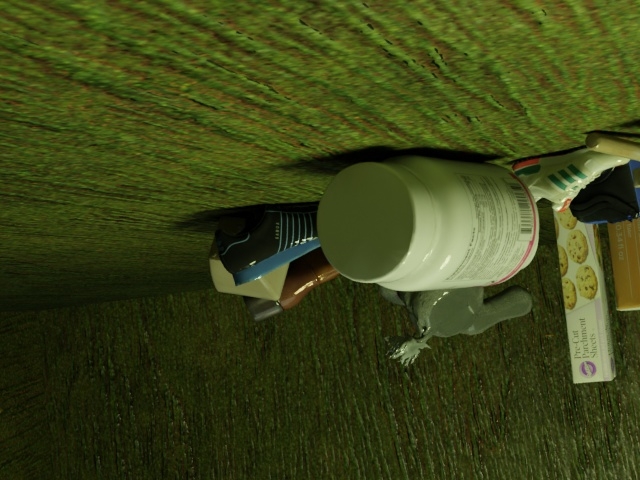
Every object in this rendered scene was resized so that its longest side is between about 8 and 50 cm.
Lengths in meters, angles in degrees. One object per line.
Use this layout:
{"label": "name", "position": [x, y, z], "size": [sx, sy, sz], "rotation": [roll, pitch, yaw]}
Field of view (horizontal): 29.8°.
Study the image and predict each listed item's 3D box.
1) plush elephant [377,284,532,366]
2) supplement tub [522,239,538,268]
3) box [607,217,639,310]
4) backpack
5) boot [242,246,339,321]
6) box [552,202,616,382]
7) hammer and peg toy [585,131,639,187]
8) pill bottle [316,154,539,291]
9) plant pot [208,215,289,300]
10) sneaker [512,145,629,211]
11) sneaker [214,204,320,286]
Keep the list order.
{"label": "plush elephant", "position": [0.221, 0.077, 2.413], "size": [0.330, 0.255, 0.272], "rotation": [-38, 130, -1]}
{"label": "supplement tub", "position": [0.208, -0.008, 1.785], "size": [0.199, 0.144, 0.144], "rotation": [-4, 175, -30]}
{"label": "box", "position": [0.580, -0.028, 1.628], "size": [0.345, 0.215, 0.168], "rotation": [-12, 171, 42]}
{"label": "backpack", "position": [0.391, -0.069, 1.598], "size": [0.101, 0.098, 0.120], "rotation": [-8, 176, -40]}
{"label": "boot", "position": [0.000, 0.000, 1.956], "size": [0.280, 0.096, 0.264], "rotation": [-26, -162, 4]}
{"label": "box", "position": [0.435, 0.071, 1.987], "size": [0.067, 0.324, 0.063], "rotation": [-6, 179, 22]}
{"label": "hammer and peg toy", "position": [0.486, -0.083, 1.360], "size": [0.266, 0.127, 0.361], "rotation": [-4, 175, -33]}
{"label": "pill bottle", "position": [0.130, -0.020, 1.432], "size": [0.160, 0.160, 0.283], "rotation": [-10, 174, 35]}
{"label": "plant pot", "position": [-0.114, 0.018, 1.828], "size": [0.109, 0.109, 0.096], "rotation": [8, 159, 21]}
{"label": "sneaker", "position": [0.324, -0.077, 1.536], "size": [0.161, 0.075, 0.057], "rotation": [-9, 175, 35]}
{"label": "sneaker", "position": [-0.046, -0.021, 1.755], "size": [0.232, 0.090, 0.081], "rotation": [-28, -175, -28]}
